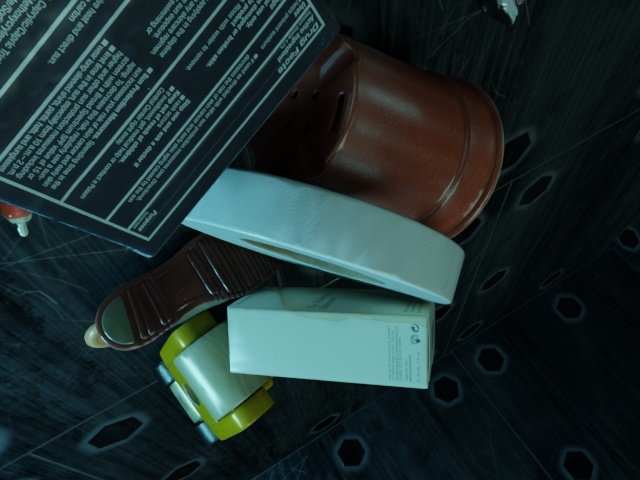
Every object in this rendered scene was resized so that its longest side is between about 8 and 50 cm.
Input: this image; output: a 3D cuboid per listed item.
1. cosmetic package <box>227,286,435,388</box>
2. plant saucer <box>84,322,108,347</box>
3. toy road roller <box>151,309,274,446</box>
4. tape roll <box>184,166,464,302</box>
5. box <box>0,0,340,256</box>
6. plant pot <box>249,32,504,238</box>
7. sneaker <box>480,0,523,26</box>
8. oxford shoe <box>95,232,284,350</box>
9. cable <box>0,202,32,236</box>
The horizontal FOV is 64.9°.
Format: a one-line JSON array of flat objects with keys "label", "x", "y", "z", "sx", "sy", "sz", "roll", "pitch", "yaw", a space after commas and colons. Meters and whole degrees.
[{"label": "cosmetic package", "x": 0.024, "y": 0.146, "z": 0.813, "sx": 0.309, "sy": 0.113, "sz": 0.160, "roll": 1, "pitch": -173, "yaw": 15}, {"label": "plant saucer", "x": -0.374, "y": 0.164, "z": 0.895, "sx": 0.083, "sy": 0.013, "sz": 0.084, "roll": -27, "pitch": 149, "yaw": -17}, {"label": "toy road roller", "x": -0.170, "y": 0.240, "z": 1.000, "sx": 0.240, "sy": 0.203, "sz": 0.329, "roll": -34, "pitch": 173, "yaw": -33}, {"label": "tape roll", "x": 0.000, "y": 0.000, "z": 0.691, "sx": 0.392, "sy": 0.391, "sz": 0.072, "roll": 25, "pitch": 79, "yaw": -57}, {"label": "box", "x": -0.184, "y": -0.180, "z": 0.400, "sx": 0.296, "sy": 0.182, "sz": 0.294, "roll": -49, "pitch": 150, "yaw": 2}, {"label": "plant pot", "x": 0.063, "y": -0.140, "z": 0.698, "sx": 0.264, "sy": 0.273, "sz": 0.272, "roll": 11, "pitch": 127, "yaw": -42}, {"label": "sneaker", "x": 0.262, "y": -0.393, "z": 0.732, "sx": 0.077, "sy": 0.072, "sz": 0.178, "roll": -57, "pitch": 154, "yaw": 11}, {"label": "oxford shoe", "x": -0.213, "y": 0.064, "z": 0.860, "sx": 0.348, "sy": 0.123, "sz": 0.130, "roll": -26, "pitch": 180, "yaw": -27}, {"label": "cable", "x": -0.333, "y": -0.106, "z": 0.497, "sx": 0.139, "sy": 0.072, "sz": 0.287, "roll": -24, "pitch": 149, "yaw": -46}]
